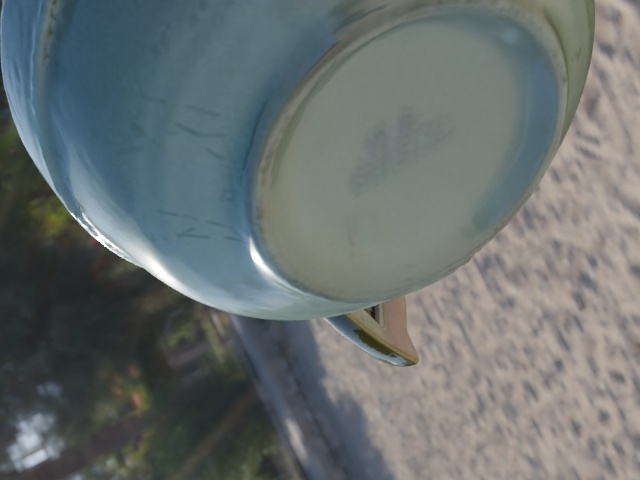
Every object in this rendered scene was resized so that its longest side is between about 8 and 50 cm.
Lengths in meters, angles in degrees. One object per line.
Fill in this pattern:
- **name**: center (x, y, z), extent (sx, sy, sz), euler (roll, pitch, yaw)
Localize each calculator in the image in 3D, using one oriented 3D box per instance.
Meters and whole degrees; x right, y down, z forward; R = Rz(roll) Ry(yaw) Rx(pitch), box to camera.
- **calculator**: center (0.000, 0.000, 1.108), extent (0.236, 0.033, 0.157), euler (46, -152, -31)

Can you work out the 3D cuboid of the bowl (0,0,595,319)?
- **bowl**: center (0.010, -0.083, 0.665), extent (0.163, 0.307, 0.307), euler (54, 168, 43)
